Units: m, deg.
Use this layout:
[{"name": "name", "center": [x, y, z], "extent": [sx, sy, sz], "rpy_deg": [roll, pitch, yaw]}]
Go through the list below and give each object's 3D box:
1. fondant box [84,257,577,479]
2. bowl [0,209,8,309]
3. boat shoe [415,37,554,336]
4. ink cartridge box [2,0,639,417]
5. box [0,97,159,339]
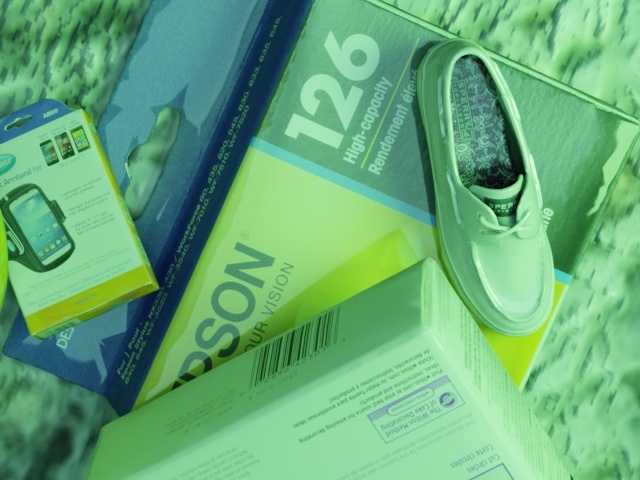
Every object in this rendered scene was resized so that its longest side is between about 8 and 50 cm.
[{"name": "fondant box", "center": [0.046, 0.207, 1.168], "extent": [0.238, 0.096, 0.330], "rpy_deg": [-28, 110, 15]}, {"name": "bowl", "center": [-0.324, 0.043, 1.087], "extent": [0.289, 0.156, 0.289], "rpy_deg": [-2, 122, -4]}, {"name": "boat shoe", "center": [0.103, -0.030, 1.151], "extent": [0.066, 0.063, 0.184], "rpy_deg": [-9, 97, -5]}, {"name": "ink cartridge box", "center": [0.000, 0.000, 1.208], "extent": [0.307, 0.072, 0.303], "rpy_deg": [23, 96, -10]}, {"name": "box", "center": [-0.161, -0.017, 1.190], "extent": [0.081, 0.028, 0.136], "rpy_deg": [-23, 75, 3]}]
